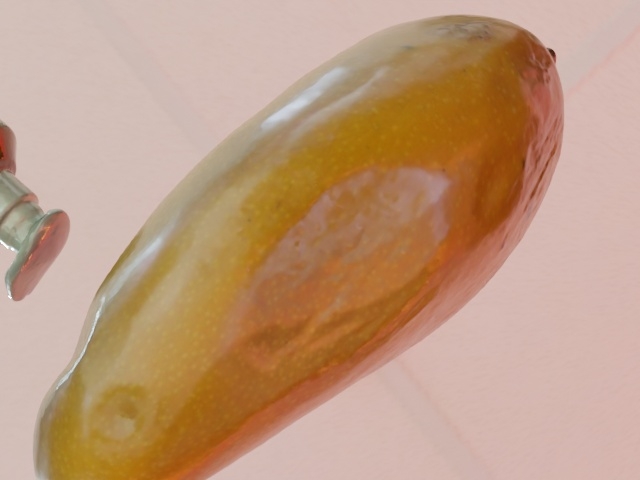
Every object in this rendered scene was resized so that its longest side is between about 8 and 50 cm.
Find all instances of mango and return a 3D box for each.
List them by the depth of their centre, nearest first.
[{"bbox_3d":[0.000,0.000,0.433,0.075,0.098,0.190,42,-120,19],"label":"mango"}]

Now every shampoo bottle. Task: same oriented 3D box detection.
[{"bbox_3d":[-0.194,-0.055,0.746,0.204,0.065,0.065,38,-79,15],"label":"shampoo bottle"}]
